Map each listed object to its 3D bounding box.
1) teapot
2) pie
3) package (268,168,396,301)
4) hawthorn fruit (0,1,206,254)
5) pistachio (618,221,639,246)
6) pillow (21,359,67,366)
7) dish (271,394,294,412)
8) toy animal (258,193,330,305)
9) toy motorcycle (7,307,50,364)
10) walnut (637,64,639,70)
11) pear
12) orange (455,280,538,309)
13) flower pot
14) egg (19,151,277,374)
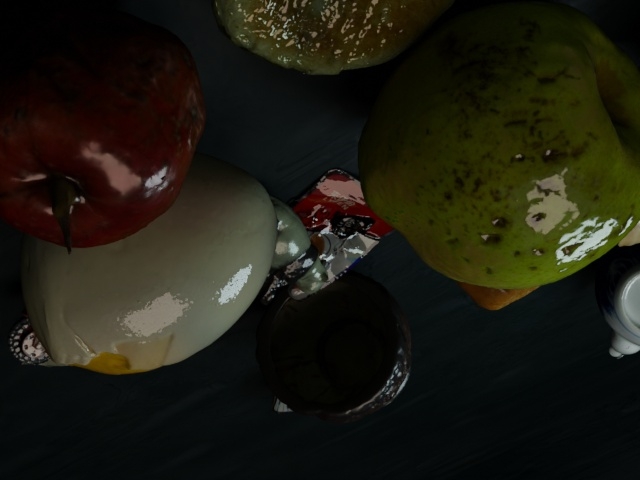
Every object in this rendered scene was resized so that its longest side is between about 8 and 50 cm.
[{"bbox_3d":[0.687,0.082,2.056,0.424,0.252,0.280,-65,167,23],"label":"teapot"},{"bbox_3d":[0.038,-0.309,1.148,0.323,0.071,0.323,-18,147,-12],"label":"pie"},{"bbox_3d":[0.000,0.000,1.648,0.194,0.071,0.269,20,124,-42],"label":"package"},{"bbox_3d":[-0.247,-0.123,1.092,0.258,0.258,0.261,-41,173,32],"label":"hawthorn fruit"},{"bbox_3d":[0.522,-0.078,1.763,0.157,0.157,0.229,-25,145,8],"label":"pistachio"},{"bbox_3d":[-0.373,0.145,1.636,0.181,0.078,0.134,8,134,-40],"label":"pillow"},{"bbox_3d":[-0.023,0.286,2.103,0.190,0.066,0.191,-17,152,-9],"label":"dish"},{"bbox_3d":[-0.067,0.016,1.559,0.121,0.094,0.225,-27,125,13],"label":"toy animal"},{"bbox_3d":[-0.321,0.097,1.534,0.298,0.089,0.171,-9,110,-26],"label":"toy motorcycle"},{"bbox_3d":[0.608,-0.177,1.427,0.381,0.381,0.381,-15,150,-9],"label":"walnut"},{"bbox_3d":[0.234,-0.112,1.318,0.391,0.391,0.391,-15,150,-9],"label":"pear"},{"bbox_3d":[0.327,-0.008,1.717,0.249,0.183,0.249,-30,166,-8],"label":"orange"},{"bbox_3d":[0.046,0.201,1.831,0.266,0.267,0.267,-25,159,9],"label":"flower pot"},{"bbox_3d":[-0.221,0.020,1.319,0.345,0.283,0.283,-22,151,-4],"label":"egg"}]
